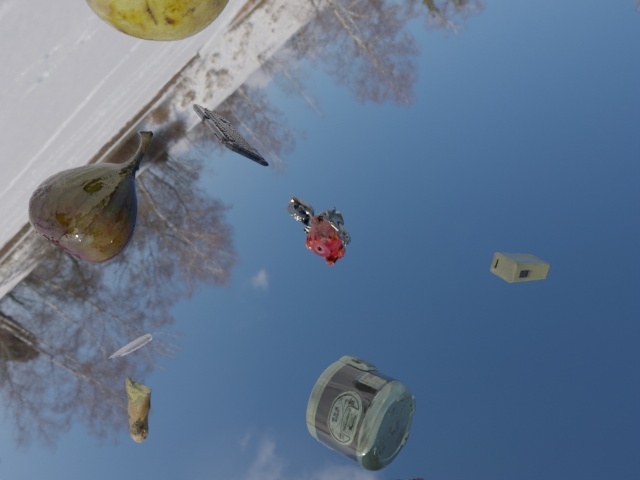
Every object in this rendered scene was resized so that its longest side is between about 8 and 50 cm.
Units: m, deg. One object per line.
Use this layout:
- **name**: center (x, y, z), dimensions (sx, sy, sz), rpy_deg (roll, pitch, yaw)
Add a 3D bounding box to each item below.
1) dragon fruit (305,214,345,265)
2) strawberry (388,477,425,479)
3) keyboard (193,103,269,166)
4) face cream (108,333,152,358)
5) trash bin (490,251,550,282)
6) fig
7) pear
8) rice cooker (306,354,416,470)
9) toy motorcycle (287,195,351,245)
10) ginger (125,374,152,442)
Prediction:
- **dragon fruit**: center (0.003, 0.002, 1.113), dimensions (0.068, 0.126, 0.112), rpy_deg (-33, 169, -18)
- **strawberry**: center (0.200, 0.776, 1.263), dimensions (0.288, 0.238, 0.250), rpy_deg (-47, -152, 14)
- **keyboard**: center (-0.185, -0.217, 0.921), dimensions (0.016, 0.106, 0.262), rpy_deg (-58, -140, 14)
- **face cream**: center (-0.425, 0.240, 1.035), dimensions (0.038, 0.020, 0.115), rpy_deg (-16, -174, 21)
- **trash bin**: center (0.392, 0.051, 0.898), dimensions (0.061, 0.092, 0.043), rpy_deg (-137, -130, -60)
- **fig**: center (-0.467, -0.112, 1.014), dimensions (0.321, 0.217, 0.217), rpy_deg (-51, -152, -7)
- **pear**: center (-0.305, -0.512, 0.822), dimensions (0.304, 0.304, 0.304), rpy_deg (-32, -150, 22)
- **rice cooker**: center (0.117, 0.521, 1.409), dimensions (0.277, 0.288, 0.288), rpy_deg (16, -117, 40)
- **toy motorcycle**: center (-0.004, -0.066, 1.427), dimensions (0.094, 0.229, 0.130), rpy_deg (-48, -155, 32)
- **ginger**: center (-0.323, 0.302, 0.818), dimensions (0.057, 0.044, 0.137), rpy_deg (14, -75, 44)
